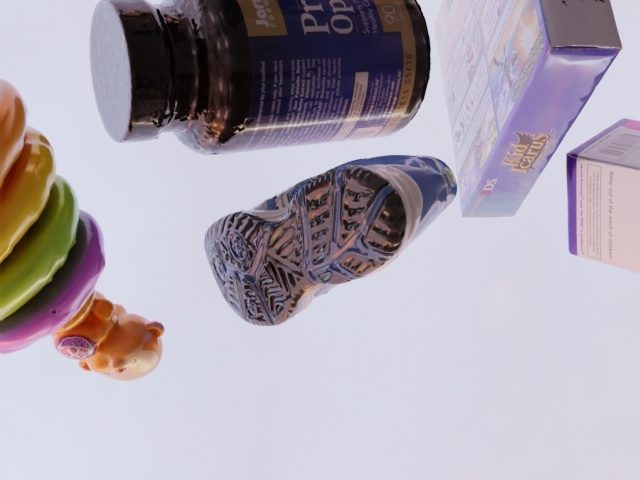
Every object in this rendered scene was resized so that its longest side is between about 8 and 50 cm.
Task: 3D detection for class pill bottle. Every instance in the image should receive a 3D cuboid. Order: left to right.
[{"bbox_3d":[-0.042,-0.125,0.596,0.219,0.123,0.123,-10,-77,-29],"label":"pill bottle"}]

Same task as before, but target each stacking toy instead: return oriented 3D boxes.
[{"bbox_3d":[-0.197,0.002,0.506,0.175,0.166,0.302,-28,-51,11],"label":"stacking toy"}]

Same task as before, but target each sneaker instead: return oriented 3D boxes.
[{"bbox_3d":[0.000,0.000,0.534,0.081,0.211,0.080,-25,-85,-40],"label":"sneaker"}]

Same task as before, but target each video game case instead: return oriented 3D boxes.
[{"bbox_3d":[0.172,-0.188,0.769,0.061,0.269,0.244,0,-115,-5],"label":"video game case"}]

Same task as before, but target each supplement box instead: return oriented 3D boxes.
[{"bbox_3d":[0.350,-0.030,0.764,0.111,0.220,0.114,-29,-58,-35],"label":"supplement box"}]
